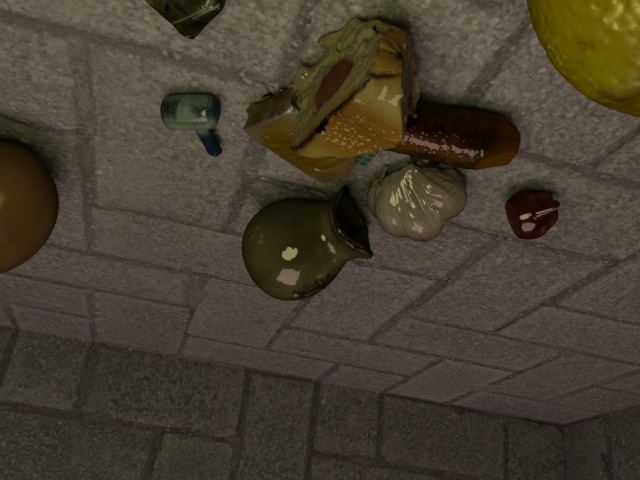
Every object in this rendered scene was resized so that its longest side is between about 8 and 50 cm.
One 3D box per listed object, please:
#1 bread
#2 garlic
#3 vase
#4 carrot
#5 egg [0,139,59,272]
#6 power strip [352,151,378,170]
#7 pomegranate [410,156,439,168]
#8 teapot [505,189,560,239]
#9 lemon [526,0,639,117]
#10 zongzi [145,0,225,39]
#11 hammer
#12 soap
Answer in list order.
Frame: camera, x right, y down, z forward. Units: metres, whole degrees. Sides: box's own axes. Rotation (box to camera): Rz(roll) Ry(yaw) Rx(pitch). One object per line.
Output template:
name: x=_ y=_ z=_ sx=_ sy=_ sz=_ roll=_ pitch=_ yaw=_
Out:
bread: x=0.048 y=-0.258 z=1.065 sx=0.224 sy=0.184 sz=0.211 roll=0 pitch=152 yaw=8
garlic: x=0.201 y=-0.072 z=1.453 sx=0.229 sy=0.143 sz=0.178 roll=-6 pitch=154 yaw=41
vase: x=0.000 y=0.000 z=1.597 sx=0.302 sy=0.241 sz=0.329 roll=-24 pitch=171 yaw=25
carrot: x=0.211 y=-0.200 z=1.227 sx=0.301 sy=0.114 sz=0.114 roll=9 pitch=153 yaw=-4
egg: x=-0.749 y=-0.075 z=1.483 sx=0.374 sy=0.301 sz=0.301 roll=-25 pitch=141 yaw=31
power strip: x=0.087 y=-0.175 z=1.406 sx=0.040 sy=0.016 sz=0.090 roll=16 pitch=152 yaw=-18
pomegranate: x=0.209 y=-0.180 z=1.308 sx=0.073 sy=0.073 sz=0.084 roll=-4 pitch=162 yaw=20
teapot: x=0.472 y=-0.063 z=1.459 sx=0.116 sy=0.116 sz=0.173 roll=6 pitch=180 yaw=2
lemon: x=0.401 y=-0.296 z=0.707 sx=0.349 sy=0.387 sz=0.350 roll=-12 pitch=155 yaw=-6
zongzi: x=-0.216 y=-0.382 z=1.038 sx=0.113 sy=0.052 sz=0.104 roll=37 pitch=134 yaw=-25
hammer: x=-0.240 y=-0.224 z=1.336 sx=0.116 sy=0.070 sz=0.194 roll=0 pitch=158 yaw=10
soap: x=-0.022 y=-0.204 z=1.310 sx=0.140 sy=0.073 sz=0.232 roll=-12 pitch=149 yaw=41
